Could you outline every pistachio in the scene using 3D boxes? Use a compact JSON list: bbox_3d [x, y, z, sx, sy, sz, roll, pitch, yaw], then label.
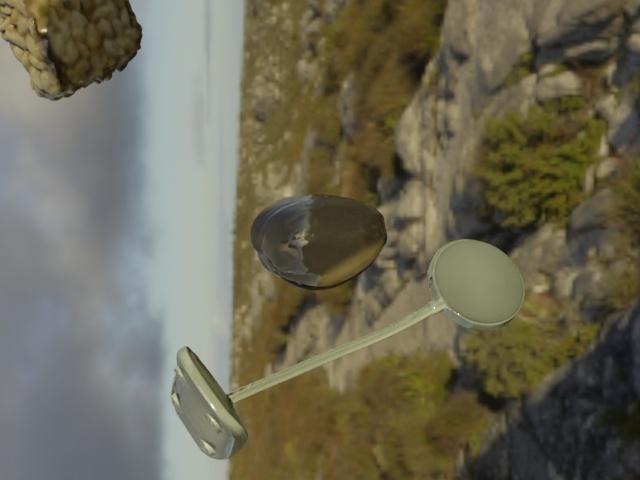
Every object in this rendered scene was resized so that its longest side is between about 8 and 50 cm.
[{"bbox_3d":[0.000,0.000,1.145,0.113,0.149,0.113,168,90,-76],"label":"pistachio"}]

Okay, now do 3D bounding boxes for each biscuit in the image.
[{"bbox_3d":[-0.170,-0.165,0.616,0.070,0.082,0.168,0,121,53],"label":"biscuit"}]

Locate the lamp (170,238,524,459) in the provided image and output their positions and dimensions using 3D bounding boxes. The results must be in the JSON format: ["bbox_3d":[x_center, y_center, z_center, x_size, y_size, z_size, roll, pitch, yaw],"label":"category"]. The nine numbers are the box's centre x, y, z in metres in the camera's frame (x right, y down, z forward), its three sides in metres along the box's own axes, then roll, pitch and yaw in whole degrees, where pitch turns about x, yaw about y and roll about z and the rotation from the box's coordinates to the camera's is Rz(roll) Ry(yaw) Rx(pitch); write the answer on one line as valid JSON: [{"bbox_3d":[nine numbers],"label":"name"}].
[{"bbox_3d":[0.023,0.040,0.479,0.050,0.198,0.056,55,148,20],"label":"lamp"}]
